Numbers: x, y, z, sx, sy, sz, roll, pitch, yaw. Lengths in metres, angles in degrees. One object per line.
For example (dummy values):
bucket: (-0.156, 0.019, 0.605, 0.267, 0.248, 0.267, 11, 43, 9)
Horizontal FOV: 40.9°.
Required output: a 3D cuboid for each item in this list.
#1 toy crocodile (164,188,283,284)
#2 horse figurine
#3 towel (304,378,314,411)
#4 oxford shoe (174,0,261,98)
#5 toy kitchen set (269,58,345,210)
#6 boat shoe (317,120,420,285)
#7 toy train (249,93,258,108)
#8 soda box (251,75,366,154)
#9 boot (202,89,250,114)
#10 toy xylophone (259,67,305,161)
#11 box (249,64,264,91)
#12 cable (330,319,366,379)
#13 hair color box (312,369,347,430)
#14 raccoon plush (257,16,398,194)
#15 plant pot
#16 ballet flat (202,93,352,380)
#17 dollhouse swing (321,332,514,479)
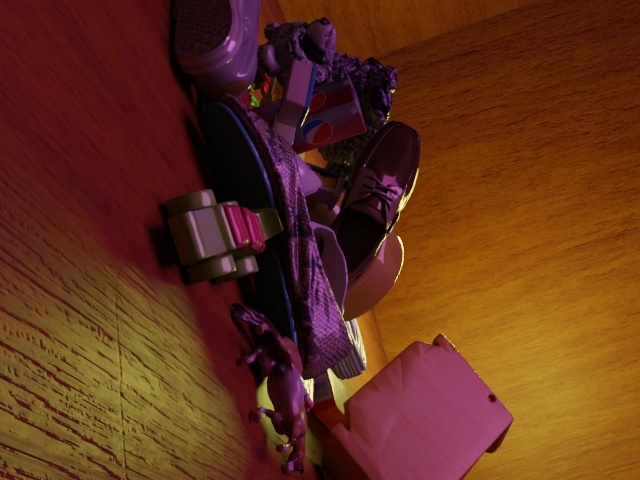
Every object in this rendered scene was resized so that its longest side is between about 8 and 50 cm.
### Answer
toy crocodile: (-0.128, -0.008, 1.171, 0.340, 0.105, 0.115, 14, 58, -82)
horse figurine: (-0.064, 0.217, 1.282, 0.174, 0.066, 0.263, 34, 41, -70)
towel: (-0.057, 0.197, 1.565, 0.144, 0.029, 0.197, -90, 159, -68)
oxford shoe: (-0.177, -0.408, 1.568, 0.449, 0.169, 0.130, -90, 160, -45)
toy kitchen set: (-0.010, -0.181, 1.515, 0.122, 0.166, 0.207, -82, -166, -44)
boat shoe: (0.093, -0.058, 1.540, 0.120, 0.122, 0.324, -158, -88, -85)
toy train: (-0.165, -0.337, 2.088, 0.083, 0.017, 0.024, 24, 60, -81)
soda box: (-0.050, -0.225, 1.676, 0.092, 0.263, 0.083, -99, 168, -45)
boot: (-0.159, -0.222, 1.593, 0.244, 0.088, 0.176, -94, 169, -51)
toy xylophone: (-0.096, -0.284, 1.947, 0.323, 0.081, 0.236, -80, 155, -47)
box: (-0.167, -0.400, 2.032, 0.083, 0.062, 0.052, 62, 13, -57)
cable: (0.036, 0.201, 2.022, 0.257, 0.089, 0.257, 60, 14, -61)
hair color box: (0.018, 0.322, 1.728, 0.167, 0.053, 0.093, 58, 14, -59)
raccoon plush: (-0.030, -0.253, 1.831, 0.216, 0.299, 0.446, -96, -156, -69)
plant pot: (0.000, 0.000, 1.711, 0.239, 0.254, 0.254, 47, 21, -36)
ballet flat: (-0.056, -0.013, 1.433, 0.164, 0.182, 0.483, -18, -92, 52)
dollhouse swing: (0.156, 0.430, 1.706, 0.315, 0.347, 0.305, 50, -37, 7)
